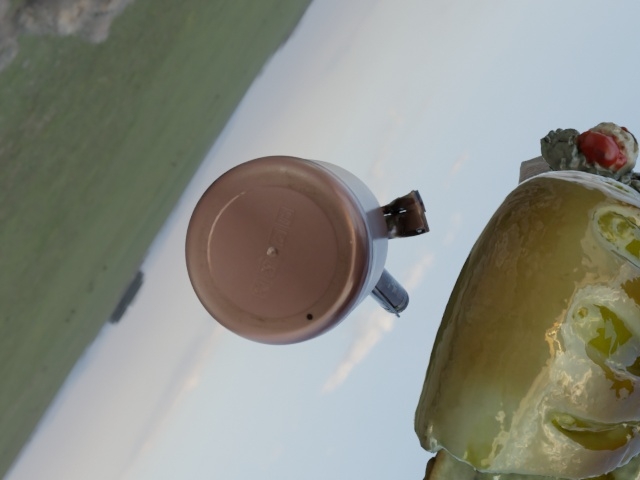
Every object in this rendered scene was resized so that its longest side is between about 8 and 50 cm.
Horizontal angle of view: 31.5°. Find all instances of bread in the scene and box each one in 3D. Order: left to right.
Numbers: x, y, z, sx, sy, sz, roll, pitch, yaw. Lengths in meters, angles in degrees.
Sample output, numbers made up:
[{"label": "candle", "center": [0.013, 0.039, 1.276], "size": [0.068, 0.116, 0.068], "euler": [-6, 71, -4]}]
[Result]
[{"label": "bread", "center": [0.189, 0.108, 0.870], "size": [0.333, 0.160, 0.333], "euler": [-45, 144, -47]}]

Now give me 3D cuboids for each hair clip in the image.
[{"label": "hair clip", "center": [0.362, -0.016, 1.151], "size": [0.091, 0.321, 0.138], "euler": [-49, 168, 17]}]

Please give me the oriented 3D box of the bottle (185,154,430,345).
[{"label": "bottle", "center": [0.000, 0.000, 1.144], "size": [0.206, 0.173, 0.297], "euler": [-15, 179, 10]}]

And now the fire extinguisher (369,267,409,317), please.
[{"label": "fire extinguisher", "center": [0.078, 0.058, 1.543], "size": [0.043, 0.158, 0.064], "euler": [-20, -117, 16]}]

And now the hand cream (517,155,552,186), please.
[{"label": "hand cream", "center": [0.271, -0.039, 1.317], "size": [0.133, 0.083, 0.248], "euler": [-13, -148, 32]}]
